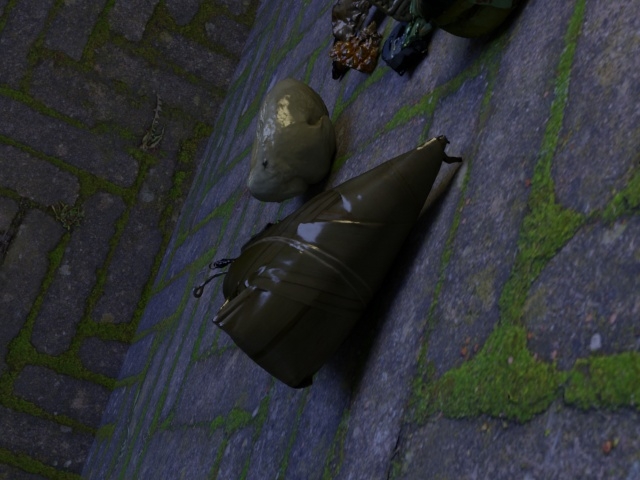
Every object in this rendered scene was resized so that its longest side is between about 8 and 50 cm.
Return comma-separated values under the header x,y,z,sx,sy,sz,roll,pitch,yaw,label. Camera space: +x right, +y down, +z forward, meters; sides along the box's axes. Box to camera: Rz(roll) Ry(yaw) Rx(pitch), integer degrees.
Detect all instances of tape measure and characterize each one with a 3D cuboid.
x,y,z,sx,sy,sz,roll,pitch,yaw,label
0.143,-0.327,1.469,0.091,0.054,0.094,-47,27,33,tape measure

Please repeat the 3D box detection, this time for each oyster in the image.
x,y,z,sx,sy,sz,roll,pitch,yaw,label
0.074,-0.482,1.783,0.128,0.079,0.345,-96,23,-49,oyster

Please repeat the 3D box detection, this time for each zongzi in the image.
x,y,z,sx,sy,sz,roll,pitch,yaw,label
0.000,0.000,1.315,0.418,0.181,0.447,-50,15,0,zongzi

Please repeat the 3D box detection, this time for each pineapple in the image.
x,y,z,sx,sy,sz,roll,pitch,yaw,label
0.086,-0.378,1.717,0.114,0.077,0.114,33,88,38,pineapple

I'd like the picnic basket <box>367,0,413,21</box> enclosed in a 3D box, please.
x,y,z,sx,sy,sz,roll,pitch,yaw,label
0.134,-0.468,1.474,0.134,0.154,0.196,-52,10,25,picnic basket

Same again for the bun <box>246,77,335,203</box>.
x,y,z,sx,sy,sz,roll,pitch,yaw,label
-0.051,-0.190,1.698,0.259,0.160,0.259,-171,90,-81,bun

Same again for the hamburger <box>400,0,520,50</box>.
x,y,z,sx,sy,sz,roll,pitch,yaw,label
0.202,-0.358,1.224,0.235,0.125,0.214,-61,12,4,hamburger
